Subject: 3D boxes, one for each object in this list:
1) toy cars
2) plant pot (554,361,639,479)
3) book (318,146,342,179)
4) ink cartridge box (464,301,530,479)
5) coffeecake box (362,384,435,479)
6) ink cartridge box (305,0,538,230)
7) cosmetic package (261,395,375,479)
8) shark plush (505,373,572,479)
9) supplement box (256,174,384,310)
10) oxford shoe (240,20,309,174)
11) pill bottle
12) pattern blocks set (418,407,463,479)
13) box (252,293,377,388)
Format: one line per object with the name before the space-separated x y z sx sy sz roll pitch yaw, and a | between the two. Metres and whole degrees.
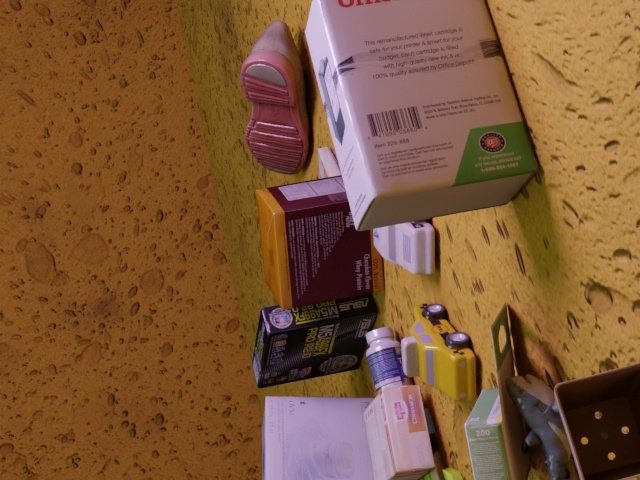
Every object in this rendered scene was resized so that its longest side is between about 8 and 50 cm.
toy cars | 0.141 0.078 1.795 0.176 0.087 0.393 109 148 -64
plant pot | 0.302 0.196 1.194 0.096 0.109 0.109 82 174 -73
book | 0.026 -0.103 2.260 0.144 0.035 0.096 -114 16 -46
ink cartridge box | 0.222 0.211 1.479 0.171 0.056 0.235 -28 -73 -73
coffeecake box | 0.131 0.341 1.984 0.185 0.068 0.142 112 151 -67
ink cartridge box | 0.118 -0.179 1.430 0.121 0.211 0.289 112 146 -69
cosmetic package | -0.001 0.435 2.274 0.138 0.225 0.224 100 170 -51
shark plush | 0.272 0.242 1.416 0.073 0.067 0.161 -162 62 -75
supplement box | 0.000 0.000 2.087 0.129 0.194 0.191 -127 30 -62
oxford shoe | -0.076 -0.287 2.419 0.397 0.141 0.146 92 -167 -58
pill bottle | 0.119 0.217 2.038 0.067 0.067 0.120 113 144 -67
pattern blocks set | 0.204 0.463 1.966 0.285 0.026 0.324 99 157 -54
box | -0.017 0.196 2.267 0.270 0.216 0.060 104 153 -60
